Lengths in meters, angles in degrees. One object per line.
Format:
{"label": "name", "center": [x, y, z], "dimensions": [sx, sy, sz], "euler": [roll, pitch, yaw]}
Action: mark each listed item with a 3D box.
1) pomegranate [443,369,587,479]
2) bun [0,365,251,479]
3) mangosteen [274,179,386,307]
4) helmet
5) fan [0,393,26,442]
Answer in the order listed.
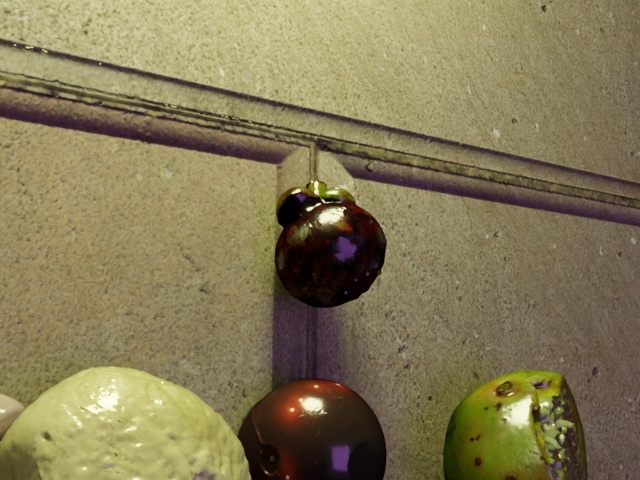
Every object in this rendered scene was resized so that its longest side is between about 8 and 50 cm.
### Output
{"label": "pomegranate", "center": [0.316, 0.388, 1.556], "dimensions": [0.310, 0.216, 0.359], "euler": [-58, 138, -60]}
{"label": "bun", "center": [-0.209, 0.322, 1.063], "dimensions": [0.352, 0.227, 0.349], "euler": [-13, 109, -57]}
{"label": "mangosteen", "center": [0.004, 0.006, 1.377], "dimensions": [0.172, 0.172, 0.184], "euler": [-36, 83, -37]}
{"label": "helmet", "center": [-0.008, 0.290, 1.324], "dimensions": [0.189, 0.193, 0.216], "euler": [7, 39, -41]}
{"label": "fan", "center": [-0.404, 0.223, 1.005], "dimensions": [0.244, 0.130, 0.074], "euler": [-22, 132, -62]}
